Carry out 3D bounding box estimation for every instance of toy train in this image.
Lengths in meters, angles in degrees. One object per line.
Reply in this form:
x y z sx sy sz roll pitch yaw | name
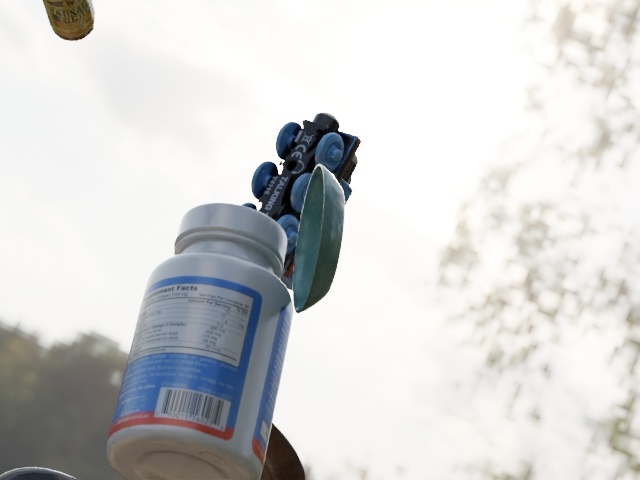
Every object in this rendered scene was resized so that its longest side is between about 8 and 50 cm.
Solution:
-0.021 -0.040 1.936 0.080 0.184 0.105 18 -17 34 | toy train

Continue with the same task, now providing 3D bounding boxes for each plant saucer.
-0.091 0.206 1.891 0.168 0.029 0.168 28 -33 20 | plant saucer
0.000 0.000 1.493 0.021 0.119 0.119 8 -12 -9 | plant saucer

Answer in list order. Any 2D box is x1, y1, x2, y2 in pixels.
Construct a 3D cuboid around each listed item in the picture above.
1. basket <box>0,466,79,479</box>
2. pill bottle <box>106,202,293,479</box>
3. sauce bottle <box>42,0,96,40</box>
-0.227 0.272 1.279 0.154 0.227 0.204 14 34 -41 | basket
-0.089 0.086 1.511 0.124 0.221 0.124 9 -31 5 | pill bottle
-0.207 -0.204 1.518 0.042 0.042 0.128 21 -18 11 | sauce bottle
